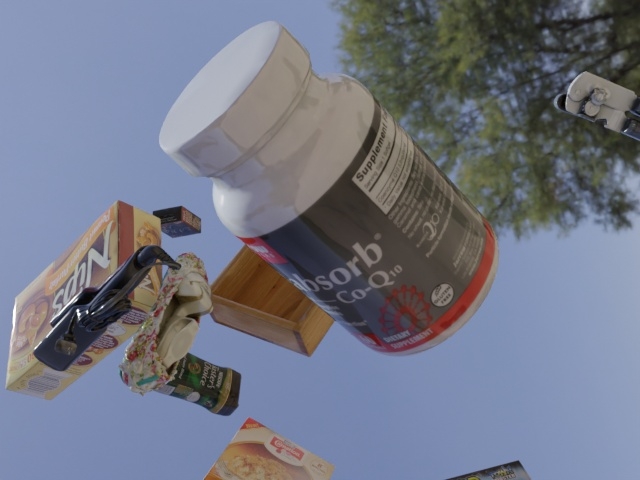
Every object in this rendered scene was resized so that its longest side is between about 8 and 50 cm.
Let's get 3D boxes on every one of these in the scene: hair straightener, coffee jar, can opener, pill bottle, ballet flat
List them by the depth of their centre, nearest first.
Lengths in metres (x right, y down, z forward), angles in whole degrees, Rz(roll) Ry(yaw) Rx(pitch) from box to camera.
[{"bbox_3d":[-0.204,0.075,0.731,0.047,0.230,0.089,42,-140,-22],"label":"hair straightener"},{"bbox_3d":[0.015,-0.048,0.857,0.363,0.210,0.210,42,-139,-29],"label":"pill bottle"},{"bbox_3d":[-0.189,0.107,1.063,0.091,0.077,0.241,57,-145,-34],"label":"ballet flat"},{"bbox_3d":[0.554,-0.216,1.374,0.093,0.280,0.074,-73,5,-78],"label":"can opener"},{"bbox_3d":[-0.248,0.284,1.588,0.184,0.079,0.096,26,-143,-22],"label":"coffee jar"}]

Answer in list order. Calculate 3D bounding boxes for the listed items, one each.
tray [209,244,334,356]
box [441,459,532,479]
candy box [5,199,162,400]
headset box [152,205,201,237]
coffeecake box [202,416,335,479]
[{"bbox_3d":[0.000,0.000,1.362,0.411,0.202,0.076,-52,-39,-32],"label":"tray"},{"bbox_3d":[0.212,0.383,1.093,0.114,0.206,0.036,-120,27,-47],"label":"box"},{"bbox_3d":[-0.377,0.101,1.248,0.087,0.316,0.183,27,-141,-39],"label":"candy box"},{"bbox_3d":[-0.266,-0.035,1.447,0.083,0.062,0.032,41,-138,-65],"label":"headset box"},{"bbox_3d":[-0.081,0.339,1.027,0.142,0.068,0.185,27,-151,8],"label":"coffeecake box"}]
